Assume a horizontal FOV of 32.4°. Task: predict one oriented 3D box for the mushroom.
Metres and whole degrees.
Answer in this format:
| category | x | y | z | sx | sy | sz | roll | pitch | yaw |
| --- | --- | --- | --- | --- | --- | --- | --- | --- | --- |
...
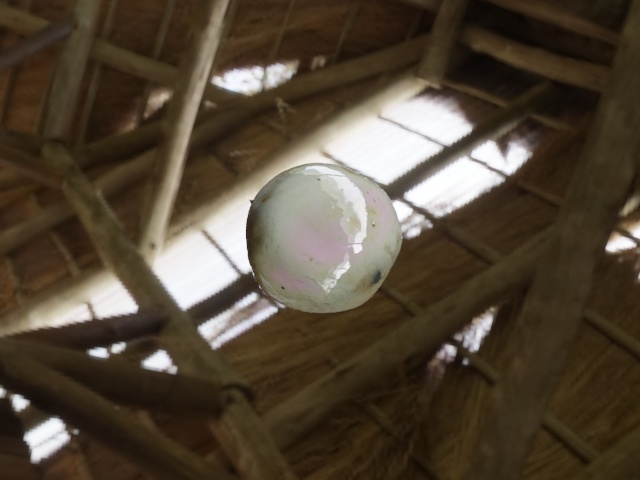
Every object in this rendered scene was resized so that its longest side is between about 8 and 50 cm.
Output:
| category | x | y | z | sx | sy | sz | roll | pitch | yaw |
| --- | --- | --- | --- | --- | --- | --- | --- | --- | --- |
| mushroom | 0.000 | 0.000 | 0.577 | 0.067 | 0.083 | 0.083 | 118 | -26 | -55 |
